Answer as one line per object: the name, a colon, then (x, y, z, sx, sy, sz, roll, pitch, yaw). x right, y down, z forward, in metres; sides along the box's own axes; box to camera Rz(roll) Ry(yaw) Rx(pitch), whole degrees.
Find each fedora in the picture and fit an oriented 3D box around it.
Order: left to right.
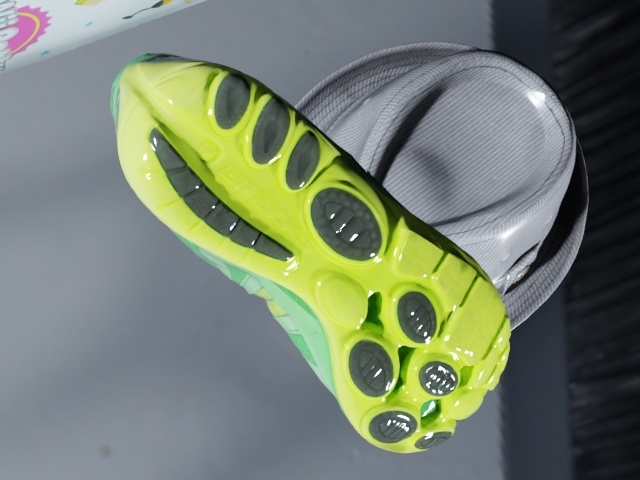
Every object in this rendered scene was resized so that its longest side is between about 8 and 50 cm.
fedora: (0.087, -0.043, 1.214, 0.275, 0.124, 0.243, -31, 82, -16)

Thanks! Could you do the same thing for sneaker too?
sneaker: (0.000, 0.000, 0.855, 0.109, 0.123, 0.295, -41, 123, 0)

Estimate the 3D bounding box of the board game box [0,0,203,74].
board game box: (-0.192, -0.161, 0.619, 0.303, 0.097, 0.224, -23, 79, -15)
